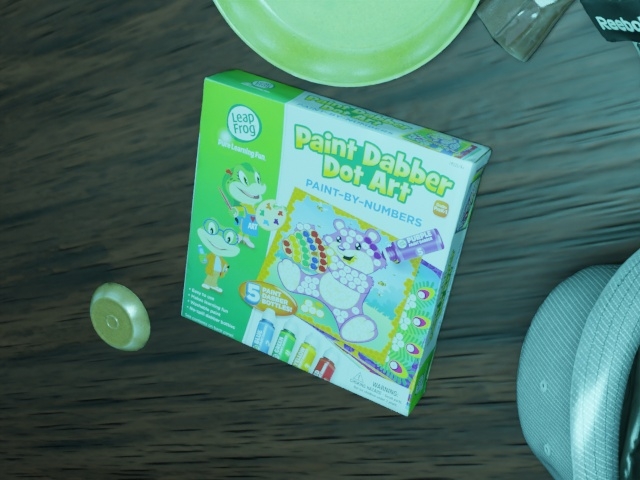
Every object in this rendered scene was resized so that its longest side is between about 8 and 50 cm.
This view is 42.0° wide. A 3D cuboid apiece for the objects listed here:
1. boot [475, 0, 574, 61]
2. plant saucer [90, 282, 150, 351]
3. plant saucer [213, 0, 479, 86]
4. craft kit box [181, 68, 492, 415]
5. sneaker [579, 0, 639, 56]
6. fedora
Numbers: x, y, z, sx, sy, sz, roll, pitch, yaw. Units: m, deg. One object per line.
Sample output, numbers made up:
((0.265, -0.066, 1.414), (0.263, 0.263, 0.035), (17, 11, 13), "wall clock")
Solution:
((0.143, -0.198, 0.597), (0.106, 0.037, 0.114), (49, 129, 6), "boot")
((-0.226, 0.088, 0.924), (0.083, 0.015, 0.083), (11, 114, 25), "plant saucer")
((0.016, -0.238, 0.631), (0.241, 0.037, 0.241), (10, 119, 18), "plant saucer")
((0.000, 0.000, 0.743), (0.249, 0.061, 0.247), (20, 115, 20), "craft kit box")
((0.201, -0.164, 0.493), (0.122, 0.146, 0.331), (-2, 107, 62), "sneaker")
((0.229, 0.125, 0.593), (0.124, 0.243, 0.275), (7, 115, 59), "fedora")
